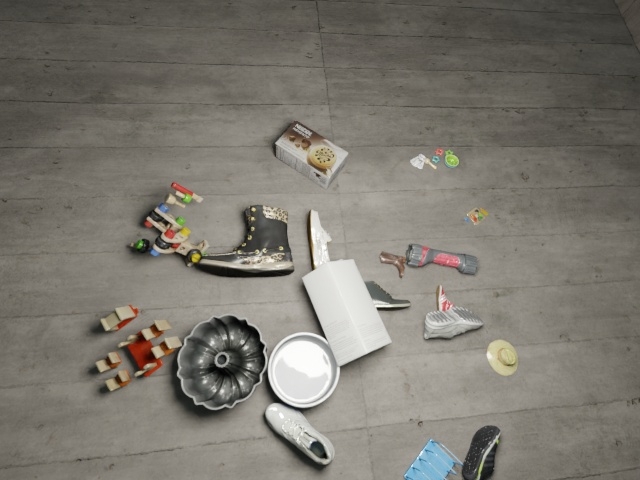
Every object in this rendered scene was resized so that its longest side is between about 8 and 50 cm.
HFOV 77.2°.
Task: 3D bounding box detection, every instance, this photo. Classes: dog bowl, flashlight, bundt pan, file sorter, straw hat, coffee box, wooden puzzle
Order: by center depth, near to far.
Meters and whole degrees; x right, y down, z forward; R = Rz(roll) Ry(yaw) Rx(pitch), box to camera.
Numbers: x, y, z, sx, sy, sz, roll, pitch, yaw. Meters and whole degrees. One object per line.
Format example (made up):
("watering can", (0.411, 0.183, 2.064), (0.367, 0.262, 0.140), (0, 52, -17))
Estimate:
("file sorter", (0.407, 0.827, 1.438), (0.118, 0.104, 0.170), (43, 70, 10))
("bundt pan", (-0.338, 0.439, 1.459), (0.331, 0.124, 0.330), (-3, 68, 7))
("dog bowl", (-0.065, 0.485, 1.509), (0.265, 0.104, 0.264), (3, 69, -7))
("straw hat", (0.765, 0.477, 1.647), (0.145, 0.061, 0.144), (2, 69, -6))
("flashlight", (0.529, 0.088, 1.751), (0.305, 0.103, 0.103), (13, 94, -4))
("coffee box", (-0.045, -0.396, 1.853), (0.297, 0.119, 0.168), (34, 69, 6))
("wooden puzzle", (0.740, -0.117, 1.904), (0.116, 0.014, 0.078), (-40, 78, -19))

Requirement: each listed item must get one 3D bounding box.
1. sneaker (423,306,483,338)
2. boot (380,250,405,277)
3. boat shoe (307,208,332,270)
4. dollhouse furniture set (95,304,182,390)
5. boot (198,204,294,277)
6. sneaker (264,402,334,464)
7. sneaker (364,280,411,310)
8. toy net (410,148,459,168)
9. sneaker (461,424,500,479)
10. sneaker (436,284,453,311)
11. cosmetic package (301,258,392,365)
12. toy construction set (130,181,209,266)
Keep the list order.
("sneaker", (0.541, 0.349, 1.660), (0.282, 0.115, 0.105), (3, 30, -20))
("boot", (0.309, 0.103, 1.747), (0.114, 0.037, 0.106), (14, 56, -4))
("boat shoe", (0.000, 0.000, 1.719), (0.096, 0.098, 0.276), (-5, 78, -10))
("dollhouse furniture set", (-0.667, 0.365, 1.457), (0.262, 0.135, 0.259), (-36, 79, 2))
("boot", (-0.296, 0.002, 1.651), (0.378, 0.138, 0.283), (2, 69, -11))
("sneaker", (-0.069, 0.678, 1.420), (0.297, 0.129, 0.111), (33, 70, 7))
("sneaker", (0.265, 0.227, 1.667), (0.222, 0.083, 0.118), (2, 68, -6))
("toy net", (0.559, -0.410, 1.979), (0.233, 0.045, 0.121), (0, 69, -8))
("sneaker", (0.610, 0.808, 1.501), (0.097, 0.084, 0.234), (47, 69, -14))
("sneaker", (0.533, 0.251, 1.715), (0.067, 0.042, 0.118), (4, 76, -2))
("cosmetic package", (0.102, 0.267, 1.550), (0.197, 0.155, 0.365), (1, 59, -51))
("toy construction set", (-0.553, -0.044, 1.617), (0.237, 0.258, 0.308), (31, 81, -42))
